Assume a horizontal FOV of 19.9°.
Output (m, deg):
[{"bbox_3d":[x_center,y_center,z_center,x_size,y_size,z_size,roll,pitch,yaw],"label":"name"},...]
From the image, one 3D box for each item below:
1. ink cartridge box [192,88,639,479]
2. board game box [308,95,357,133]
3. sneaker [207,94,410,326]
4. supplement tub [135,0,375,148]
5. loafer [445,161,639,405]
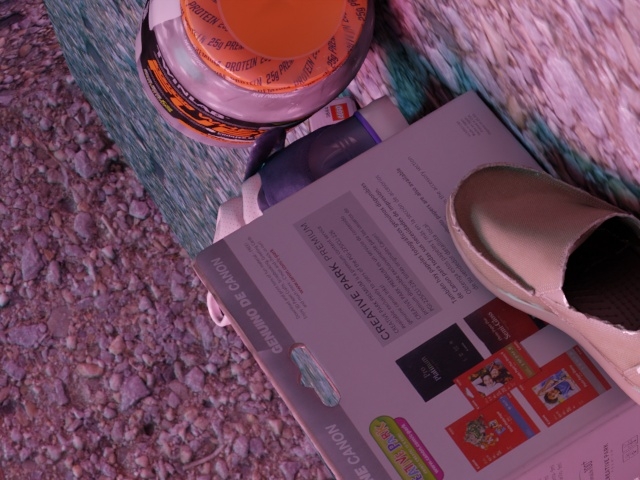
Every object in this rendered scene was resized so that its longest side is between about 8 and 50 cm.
[{"bbox_3d":[0.093,0.079,1.405,0.309,0.272,0.130,54,169,33],"label":"ink cartridge box"},{"bbox_3d":[0.040,0.030,1.880,0.193,0.053,0.305,84,175,-67],"label":"board game box"},{"bbox_3d":[0.000,0.000,1.656,0.130,0.236,0.323,55,180,18],"label":"sneaker"},{"bbox_3d":[-0.061,-0.190,1.628,0.194,0.193,0.316,60,170,-1],"label":"supplement tub"},{"bbox_3d":[0.186,0.013,1.285,0.268,0.102,0.092,40,158,38],"label":"loafer"}]
